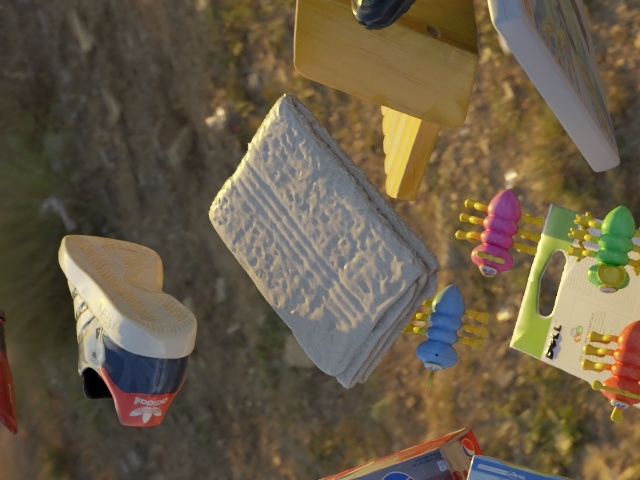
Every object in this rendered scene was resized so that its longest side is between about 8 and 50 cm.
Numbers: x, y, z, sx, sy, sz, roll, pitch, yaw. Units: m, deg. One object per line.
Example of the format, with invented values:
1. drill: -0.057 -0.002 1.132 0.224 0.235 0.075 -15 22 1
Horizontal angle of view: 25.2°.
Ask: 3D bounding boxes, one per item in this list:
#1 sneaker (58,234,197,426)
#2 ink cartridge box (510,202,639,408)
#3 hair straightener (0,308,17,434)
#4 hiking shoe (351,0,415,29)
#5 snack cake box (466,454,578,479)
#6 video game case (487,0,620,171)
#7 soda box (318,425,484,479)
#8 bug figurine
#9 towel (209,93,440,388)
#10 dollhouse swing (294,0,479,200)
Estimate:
1. sneaker: -0.244 0.103 1.689 0.350 0.131 0.148 -130 50 -63
2. ink cartridge box: 0.356 0.077 1.622 0.255 0.097 0.188 24 103 49
3. hair straightener: -0.391 0.143 1.604 0.047 0.089 0.230 59 -173 -44
4. hiking shoe: 0.048 -0.305 1.294 0.086 0.114 0.227 33 114 53
5. snack cake box: 0.243 0.289 1.214 0.264 0.089 0.152 12 84 18
6. video game case: 0.231 -0.270 1.525 0.036 0.329 0.300 -18 59 20
7. soda box: 0.091 0.325 1.835 0.263 0.083 0.092 -26 88 37
8. bug figurine: 0.227 0.061 1.454 0.279 0.072 0.216 10 85 7
9. towel: 0.000 0.000 1.513 0.282 0.049 0.187 52 125 26
10. dollhouse swing: 0.033 -0.265 1.761 0.305 0.315 0.347 -53 28 43
